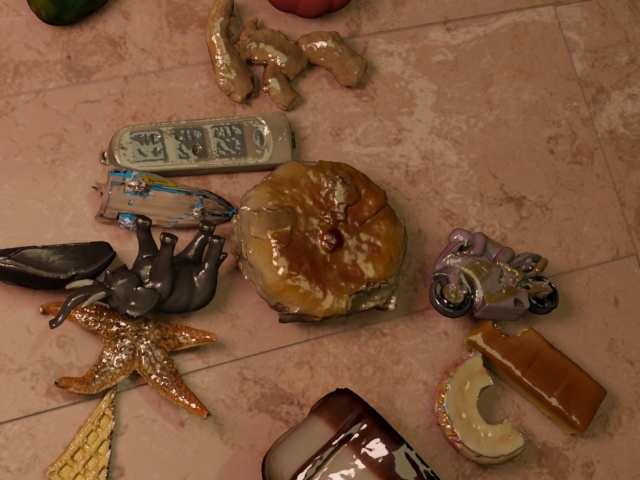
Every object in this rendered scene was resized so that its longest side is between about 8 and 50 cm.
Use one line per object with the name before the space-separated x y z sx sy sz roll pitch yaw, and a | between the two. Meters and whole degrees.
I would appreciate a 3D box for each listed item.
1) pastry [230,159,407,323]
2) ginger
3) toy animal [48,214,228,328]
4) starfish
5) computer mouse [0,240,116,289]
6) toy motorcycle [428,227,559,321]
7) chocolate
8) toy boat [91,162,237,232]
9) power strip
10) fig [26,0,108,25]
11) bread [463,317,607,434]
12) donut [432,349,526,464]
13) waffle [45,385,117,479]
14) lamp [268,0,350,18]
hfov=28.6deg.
pastry | 0.004 -0.003 1.766 0.257 0.121 0.236 -8 79 -23
ginger | -0.055 -0.256 1.848 0.258 0.065 0.149 15 84 -22
toy animal | -0.226 0.039 1.640 0.269 0.082 0.137 -8 122 -44
starfish | -0.258 0.155 1.657 0.247 0.050 0.138 11 56 -6
computer mouse | -0.356 0.035 1.632 0.192 0.106 0.062 -7 91 -28
toy motorcycle | 0.245 0.047 1.863 0.225 0.073 0.152 -1 57 -27
chocolate | 0.044 0.341 1.635 0.186 0.283 0.283 -42 93 -9
toy boat | -0.210 -0.049 1.734 0.210 0.066 0.084 8 108 -28
power strip | -0.169 -0.134 1.778 0.286 0.048 0.080 -6 77 -20
fig | -0.328 -0.369 1.755 0.177 0.117 0.117 -20 84 -34
bread | 0.318 0.190 1.872 0.226 0.049 0.088 41 66 -6
donut | 0.214 0.252 1.808 0.108 0.065 0.166 -22 85 -24
waffle | -0.280 0.275 1.641 0.097 0.023 0.153 39 64 -10
lamp | -0.018 -0.420 1.859 0.182 0.140 0.182 4 76 -16
